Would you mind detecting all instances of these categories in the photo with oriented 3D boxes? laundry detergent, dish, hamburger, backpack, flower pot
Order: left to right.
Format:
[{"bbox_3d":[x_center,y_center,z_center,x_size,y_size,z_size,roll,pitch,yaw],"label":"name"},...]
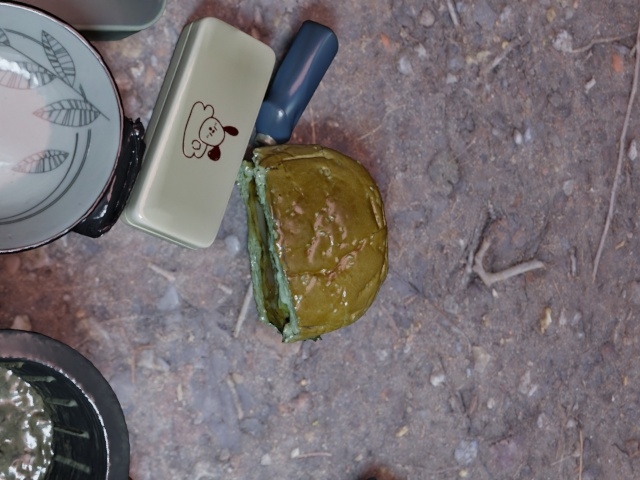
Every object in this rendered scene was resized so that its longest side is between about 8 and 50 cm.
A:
[{"bbox_3d":[-0.414,0.234,1.345,0.293,0.330,0.294,-1,93,-31],"label":"flower pot"},{"bbox_3d":[-0.406,-0.140,1.433,0.316,0.106,0.316,-2,97,-18],"label":"dish"},{"bbox_3d":[-0.299,-0.089,1.543,0.106,0.120,0.165,22,78,-8],"label":"backpack"},{"bbox_3d":[-0.043,-0.219,1.715,0.061,0.096,0.206,26,78,8],"label":"laundry detergent"},{"bbox_3d":[0.000,0.000,1.705,0.211,0.132,0.309,-16,103,-28],"label":"hamburger"}]

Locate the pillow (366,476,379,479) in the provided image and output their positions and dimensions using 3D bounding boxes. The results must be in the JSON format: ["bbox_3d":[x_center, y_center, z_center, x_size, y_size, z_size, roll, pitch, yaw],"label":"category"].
[{"bbox_3d":[0.044,0.475,1.730,0.335,0.092,0.161,-39,126,-45],"label":"pillow"}]

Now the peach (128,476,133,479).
[{"bbox_3d":[-0.299,0.399,1.498,0.214,0.214,0.235,-52,135,-21],"label":"peach"}]

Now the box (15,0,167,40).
[{"bbox_3d":[-0.399,-0.458,1.478,0.396,0.111,0.396,-6,93,-32],"label":"box"}]

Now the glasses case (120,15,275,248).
[{"bbox_3d":[-0.172,-0.151,1.642,0.131,0.070,0.313,24,78,-29],"label":"glasses case"}]
